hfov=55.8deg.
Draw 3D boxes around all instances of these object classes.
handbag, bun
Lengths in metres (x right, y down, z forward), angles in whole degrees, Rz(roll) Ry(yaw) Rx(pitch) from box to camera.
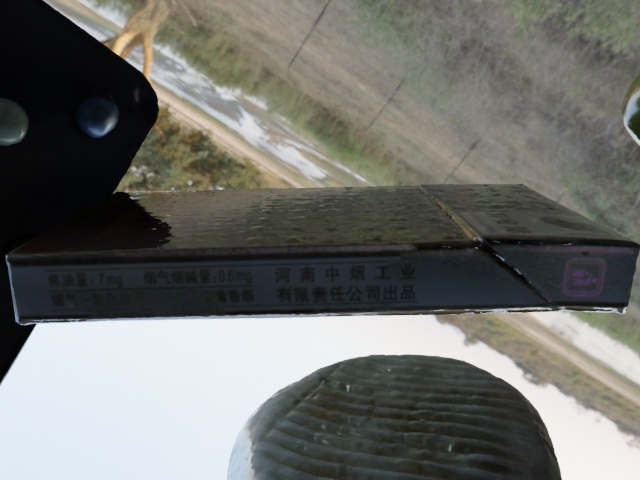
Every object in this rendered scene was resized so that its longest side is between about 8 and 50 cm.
[{"bbox_3d":[-0.300,-0.046,0.436,0.118,0.325,0.269,20,171,47],"label":"handbag"},{"bbox_3d":[0.080,0.270,0.628,0.362,0.211,0.362,-7,-156,3],"label":"bun"}]

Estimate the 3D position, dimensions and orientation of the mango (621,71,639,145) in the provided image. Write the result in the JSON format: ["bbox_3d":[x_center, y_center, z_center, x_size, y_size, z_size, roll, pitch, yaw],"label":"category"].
[{"bbox_3d":[0.309,-0.024,0.307,0.289,0.129,0.146,43,143,2],"label":"mango"}]

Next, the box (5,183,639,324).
[{"bbox_3d":[0.000,0.000,0.396,0.325,0.047,0.180,-2,-165,0],"label":"box"}]
